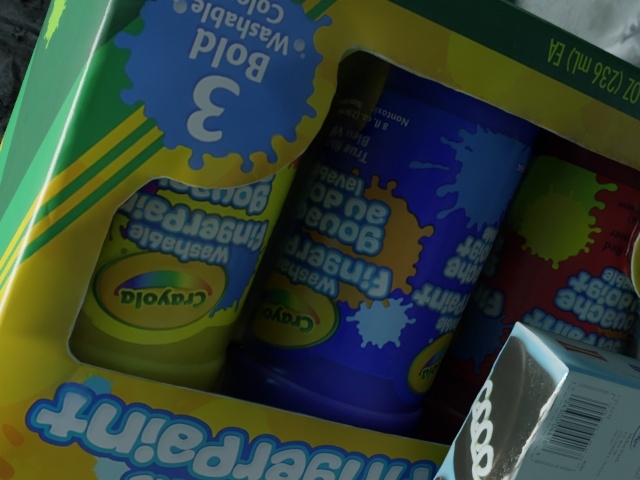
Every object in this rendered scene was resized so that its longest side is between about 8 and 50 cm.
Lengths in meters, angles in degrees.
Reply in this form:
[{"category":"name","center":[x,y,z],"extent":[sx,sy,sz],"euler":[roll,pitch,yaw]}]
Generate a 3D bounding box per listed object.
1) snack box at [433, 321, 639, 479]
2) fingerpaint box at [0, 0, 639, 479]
[{"category":"snack box","center":[0.128,0.219,0.580],"extent":[0.321,0.187,0.060],"euler":[-65,28,13]},{"category":"fingerpaint box","center":[0.025,0.025,0.607],"extent":[0.371,0.445,0.163],"euler":[-67,28,9]}]
